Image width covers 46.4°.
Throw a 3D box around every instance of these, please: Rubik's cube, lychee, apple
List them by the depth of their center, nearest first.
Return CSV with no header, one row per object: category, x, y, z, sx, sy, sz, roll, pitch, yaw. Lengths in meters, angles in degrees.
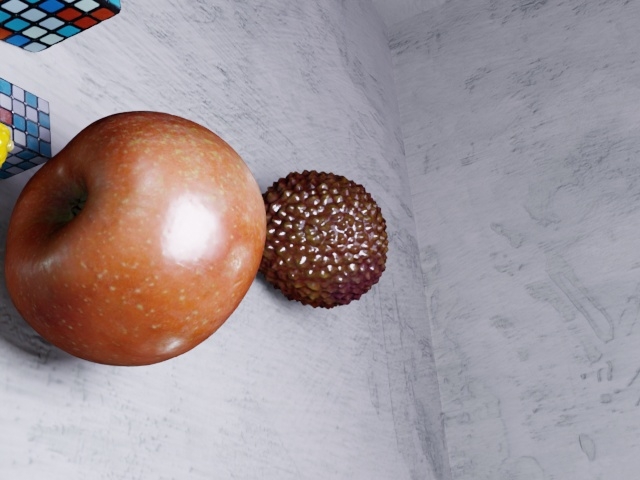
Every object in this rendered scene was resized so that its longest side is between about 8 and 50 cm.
Rubik's cube,-0.426,-0.148,0.996,0.092,0.092,0.092,26,50,-61
apple,-0.245,-0.006,0.997,0.277,0.348,0.349,33,44,-47
Rubik's cube,-0.423,-0.403,1.074,0.187,0.182,0.184,14,61,-64
lychee,0.000,0.000,1.629,0.330,0.306,0.306,4,68,-36

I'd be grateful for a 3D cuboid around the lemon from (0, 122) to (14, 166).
lemon,-0.444,-0.118,0.878,0.155,0.114,0.114,-3,72,-23
